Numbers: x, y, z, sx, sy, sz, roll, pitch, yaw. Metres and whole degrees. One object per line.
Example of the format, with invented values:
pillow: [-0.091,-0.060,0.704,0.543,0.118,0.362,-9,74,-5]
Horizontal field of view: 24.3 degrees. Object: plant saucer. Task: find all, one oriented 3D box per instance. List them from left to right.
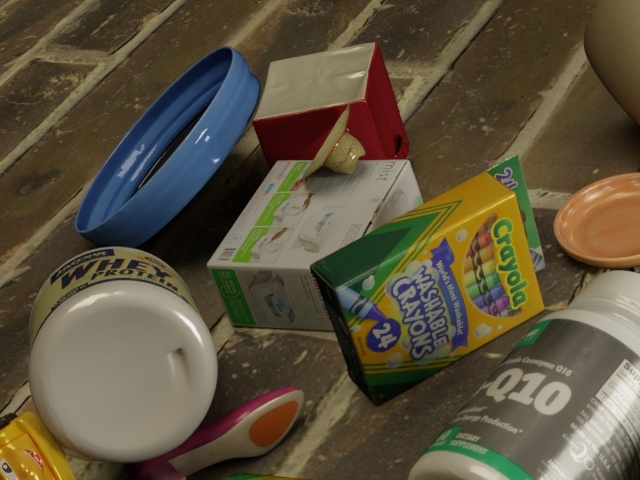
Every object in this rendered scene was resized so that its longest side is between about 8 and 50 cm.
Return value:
plant saucer: [0.427,-0.023,2.072,0.200,0.037,0.200,-14,35,10]

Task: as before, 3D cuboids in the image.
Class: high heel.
high heel: [-0.139,0.251,1.942,0.244,0.082,0.117,-40,41,-11]

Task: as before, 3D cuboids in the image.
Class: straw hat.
straw hat: [0.031,-0.129,2.175,0.061,0.144,0.144,31,46,-1]

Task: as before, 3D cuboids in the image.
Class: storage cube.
storage cube: [0.021,-0.176,2.355,0.215,0.193,0.184,-9,35,17]

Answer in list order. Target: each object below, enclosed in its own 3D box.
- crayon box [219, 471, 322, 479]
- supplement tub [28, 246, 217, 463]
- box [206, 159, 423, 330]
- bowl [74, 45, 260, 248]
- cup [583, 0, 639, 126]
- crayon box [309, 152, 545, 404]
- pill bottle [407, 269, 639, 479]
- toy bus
crayon box: [-0.074,0.333,1.634,0.202,0.081,0.318,1,6,23]
supplement tub: [-0.268,0.138,1.968,0.235,0.235,0.325,-24,15,-6]
box: [0.000,0.000,2.176,0.231,0.127,0.262,1,39,27]
bowl: [-0.244,-0.143,2.400,0.391,0.077,0.391,-42,20,20]
cup: [0.566,-0.239,2.102,0.331,0.331,0.237,-16,58,5]
crayon box: [0.166,0.050,1.952,0.323,0.203,0.083,-29,35,-13]
pill bottle: [0.278,0.208,1.673,0.204,0.204,0.361,14,46,40]
toy bus: [-0.441,0.327,1.817,0.220,0.149,0.211,-32,-3,27]
